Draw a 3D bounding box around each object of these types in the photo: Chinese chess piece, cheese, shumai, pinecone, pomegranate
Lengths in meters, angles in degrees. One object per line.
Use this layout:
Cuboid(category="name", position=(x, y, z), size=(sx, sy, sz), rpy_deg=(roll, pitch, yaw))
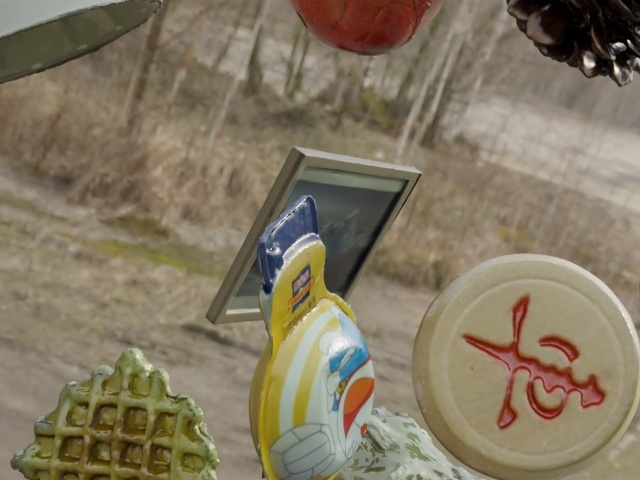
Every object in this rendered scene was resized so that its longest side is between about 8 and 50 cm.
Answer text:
Cuboid(category="Chinese chess piece", position=(0.224, 0.138, 1.328), size=(0.251, 0.250, 0.097), rpy_deg=(18, -9, 3))
Cuboid(category="cheese", position=(-0.012, 0.097, 0.989), size=(0.069, 0.270, 0.177), rpy_deg=(7, 32, 28))
Cuboid(category="shumai", position=(0.089, 0.398, 1.699), size=(0.323, 0.324, 0.397), rpy_deg=(54, 32, 13))
Cuboid(category="pinecone", position=(0.334, -0.300, 1.270), size=(0.246, 0.292, 0.246), rpy_deg=(33, 39, -32))
Cuboid(category="pomegranate", position=(0.061, -0.343, 1.515), size=(0.210, 0.235, 0.210), rpy_deg=(13, 38, -10))

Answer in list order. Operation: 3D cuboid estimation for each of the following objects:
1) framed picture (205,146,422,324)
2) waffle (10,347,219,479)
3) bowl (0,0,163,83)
Cuboid(category="framed picture", position=(0.000, 0.000, 2.128), size=(0.028, 0.326, 0.446), rpy_deg=(35, 16, 25))
Cuboid(category="waffle", position=(-0.269, 0.317, 1.635), size=(0.297, 0.317, 0.073), rpy_deg=(51, 13, 21))
Cuboid(category="bowl", position=(-0.377, -0.301, 1.504), size=(0.337, 0.157, 0.337), rpy_deg=(-21, 4, 2))
